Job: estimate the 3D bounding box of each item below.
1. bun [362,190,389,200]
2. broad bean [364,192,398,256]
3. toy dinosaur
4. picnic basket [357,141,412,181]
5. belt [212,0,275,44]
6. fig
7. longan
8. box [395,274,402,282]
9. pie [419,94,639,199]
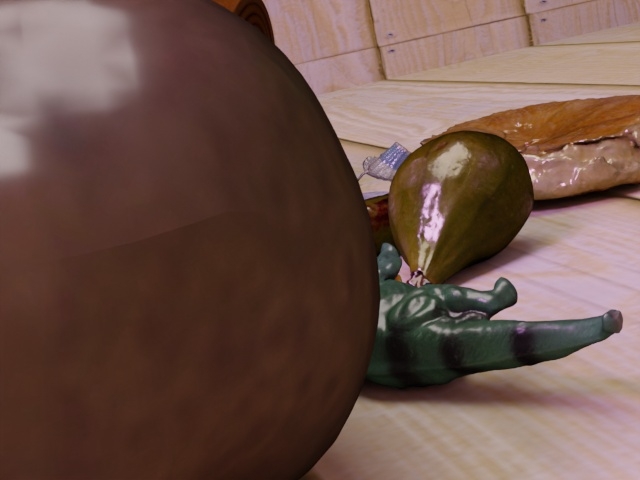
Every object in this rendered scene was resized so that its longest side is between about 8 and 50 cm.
[{"bbox_3d":[0.049,-0.026,1.109,0.083,0.045,0.083,-13,15,4],"label":"bun"},{"bbox_3d":[0.000,0.000,0.999,0.339,0.061,0.077,-14,-2,-16],"label":"broad bean"},{"bbox_3d":[0.083,0.054,0.680,0.292,0.079,0.120,-5,20,38],"label":"toy dinosaur"},{"bbox_3d":[0.079,-0.069,1.154,0.065,0.083,0.083,28,13,-23],"label":"picnic basket"},{"bbox_3d":[-0.134,-0.134,1.172,0.122,0.338,0.217,2,-27,14],"label":"belt"},{"bbox_3d":[0.119,-0.032,0.913,0.133,0.126,0.185,7,15,18],"label":"fig"},{"bbox_3d":[-0.145,0.028,0.502,0.361,0.361,0.361,-11,13,3],"label":"longan"},{"bbox_3d":[-0.007,0.062,0.838,0.156,0.022,0.089,-10,14,4],"label":"box"},{"bbox_3d":[0.263,-0.109,1.198,0.339,0.083,0.339,-9,11,2],"label":"pie"}]
